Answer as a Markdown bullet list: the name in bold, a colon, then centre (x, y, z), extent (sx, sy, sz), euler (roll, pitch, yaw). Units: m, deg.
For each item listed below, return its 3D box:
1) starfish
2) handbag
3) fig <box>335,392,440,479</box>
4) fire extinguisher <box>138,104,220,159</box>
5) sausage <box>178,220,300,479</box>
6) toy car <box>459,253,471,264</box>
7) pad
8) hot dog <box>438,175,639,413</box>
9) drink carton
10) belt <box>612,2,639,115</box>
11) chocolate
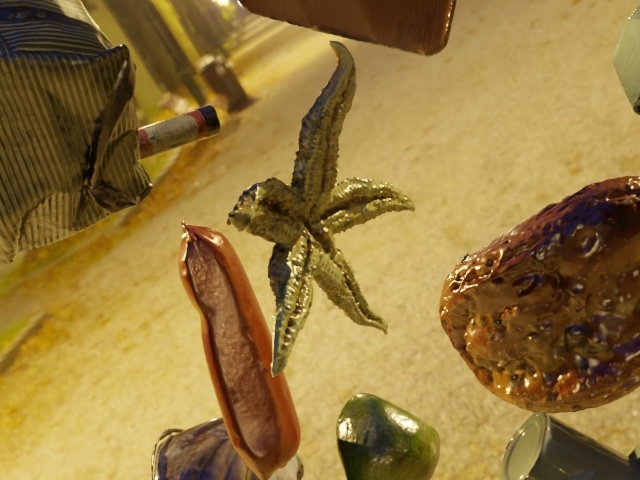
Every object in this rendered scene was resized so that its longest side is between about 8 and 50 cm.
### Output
- **starfish**: centre (-0.002, 0.001, 1.190), extent (0.078, 0.358, 0.347), euler (4, 44, 25)
- **handbag**: centre (-0.333, -0.146, 1.237), extent (0.240, 0.247, 0.341), euler (-27, -28, -18)
- **fig**: centre (0.098, 0.405, 1.970), extent (0.203, 0.203, 0.235), euler (-7, 54, 64)
- **fire extinguisher**: centre (-0.240, -0.161, 1.686), extent (0.177, 0.062, 0.050), euler (-22, -5, -27)
- **sausage**: centre (-0.105, 0.136, 1.422), extent (0.094, 0.349, 0.097), euler (-17, 6, -8)
- **toy car**: centre (0.295, 0.067, 1.723), extent (0.080, 0.170, 0.070), euler (95, -164, -82)
- **pad**: centre (0.035, -0.368, 1.215), extent (0.284, 0.287, 0.018), euler (19, 20, 25)
- **hot dog**: centre (0.340, 0.075, 1.476), extent (0.387, 0.267, 0.174), euler (-33, 12, 27)
- **drink carton**: centre (0.387, 0.378, 1.714), extent (0.191, 0.189, 0.185), euler (-59, 8, 37)
- **belt**: centre (0.460, -0.180, 1.233), extent (0.325, 0.260, 0.122), euler (-89, 16, -55)
- **chocolate**: centre (-0.133, 0.436, 1.992), extent (0.213, 0.303, 0.303), euler (-28, 12, 19)
